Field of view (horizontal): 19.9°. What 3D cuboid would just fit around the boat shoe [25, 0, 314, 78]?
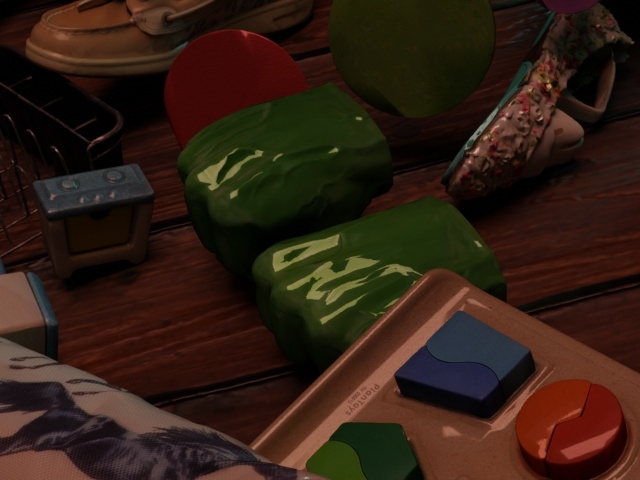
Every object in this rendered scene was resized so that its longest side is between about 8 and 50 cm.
[{"bbox_3d":[-0.125,-0.207,1.525,0.285,0.089,0.104,-24,39,-39],"label":"boat shoe"}]

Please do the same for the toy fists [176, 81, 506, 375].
[{"bbox_3d":[0.000,0.000,1.249,0.142,0.096,0.279,-19,46,-22],"label":"toy fists"}]

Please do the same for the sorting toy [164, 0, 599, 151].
[{"bbox_3d":[0.060,-0.159,1.407,0.365,0.127,0.126,-21,8,20],"label":"sorting toy"}]

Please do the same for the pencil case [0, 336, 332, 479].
[{"bbox_3d":[-0.149,0.160,0.992,0.410,0.184,0.160,17,34,40],"label":"pencil case"}]

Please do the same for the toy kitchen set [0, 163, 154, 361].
[{"bbox_3d":[-0.171,0.023,1.246,0.166,0.122,0.207,-11,44,-21],"label":"toy kitchen set"}]

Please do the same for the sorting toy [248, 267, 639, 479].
[{"bbox_3d":[0.053,0.157,1.032,0.229,0.041,0.307,31,64,35],"label":"sorting toy"}]

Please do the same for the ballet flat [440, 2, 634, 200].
[{"bbox_3d":[0.172,-0.104,1.363,0.077,0.091,0.241,33,53,3],"label":"ballet flat"}]

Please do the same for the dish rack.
[{"bbox_3d":[-0.301,-0.039,1.415,0.271,0.074,0.208,-32,40,-25],"label":"dish rack"}]
